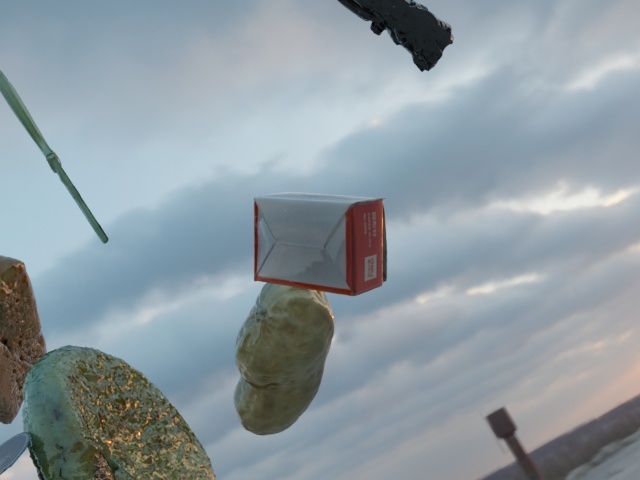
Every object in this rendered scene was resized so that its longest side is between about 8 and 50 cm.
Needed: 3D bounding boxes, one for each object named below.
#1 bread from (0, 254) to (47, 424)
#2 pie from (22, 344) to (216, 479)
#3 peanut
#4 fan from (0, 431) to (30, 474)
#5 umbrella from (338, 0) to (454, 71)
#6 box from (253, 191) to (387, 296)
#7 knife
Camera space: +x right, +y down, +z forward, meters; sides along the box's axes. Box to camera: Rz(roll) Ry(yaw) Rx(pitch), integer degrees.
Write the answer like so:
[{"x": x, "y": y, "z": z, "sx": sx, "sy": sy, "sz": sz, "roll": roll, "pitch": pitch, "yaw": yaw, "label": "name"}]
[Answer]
[{"x": -0.540, "y": 0.171, "z": 1.181, "sx": 0.380, "sy": 0.109, "sz": 0.185, "roll": 112, "pitch": 180, "yaw": -55, "label": "bread"}, {"x": -0.237, "y": 0.242, "z": 0.858, "sx": 0.078, "sy": 0.277, "sz": 0.277, "roll": -39, "pitch": -23, "yaw": 8, "label": "pie"}, {"x": -0.081, "y": 0.238, "z": 1.441, "sx": 0.192, "sy": 0.169, "sz": 0.387, "roll": -18, "pitch": -48, "yaw": -40, "label": "peanut"}, {"x": -0.314, "y": 0.226, "z": 0.694, "sx": 0.085, "sy": 0.005, "sz": 0.133, "roll": -39, "pitch": 18, "yaw": -10, "label": "fan"}, {"x": 0.070, "y": -0.301, "z": 0.892, "sx": 0.235, "sy": 0.066, "sz": 0.059, "roll": 33, "pitch": -19, "yaw": -27, "label": "umbrella"}, {"x": 0.000, "y": 0.000, "z": 1.038, "sx": 0.182, "sy": 0.133, "sz": 0.099, "roll": 4, "pitch": 11, "yaw": 33, "label": "box"}, {"x": -0.383, "y": -0.121, "z": 1.026, "sx": 0.020, "sy": 0.293, "sz": 0.043, "roll": -33, "pitch": 7, "yaw": -20, "label": "knife"}]
